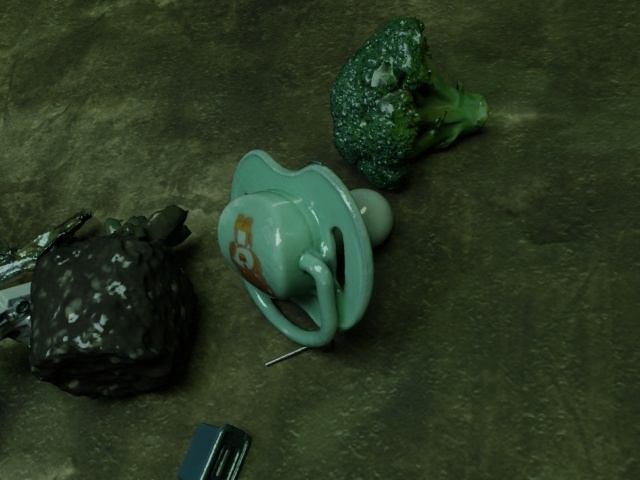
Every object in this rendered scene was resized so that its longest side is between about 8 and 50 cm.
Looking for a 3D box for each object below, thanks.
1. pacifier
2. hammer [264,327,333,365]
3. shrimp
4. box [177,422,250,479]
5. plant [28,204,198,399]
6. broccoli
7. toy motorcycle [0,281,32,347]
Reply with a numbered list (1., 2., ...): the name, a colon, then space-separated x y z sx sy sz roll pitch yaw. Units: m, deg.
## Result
1. pacifier: 0.000 0.000 0.862 0.269 0.288 0.343 -15 26 -32
2. hammer: -0.035 0.168 0.867 0.110 0.019 0.035 -23 57 5
3. shrimp: -0.624 0.028 0.993 0.445 0.272 0.085 -27 31 -14
4. box: -0.150 0.304 0.791 0.054 0.074 0.099 6 62 31
5. plant: -0.312 0.072 0.886 0.215 0.213 0.312 -8 59 14
6. broccoli: 0.146 -0.231 0.939 0.269 0.269 0.254 -11 64 9
7. toy motorcycle: -0.496 0.141 0.923 0.102 0.221 0.150 31 117 25
